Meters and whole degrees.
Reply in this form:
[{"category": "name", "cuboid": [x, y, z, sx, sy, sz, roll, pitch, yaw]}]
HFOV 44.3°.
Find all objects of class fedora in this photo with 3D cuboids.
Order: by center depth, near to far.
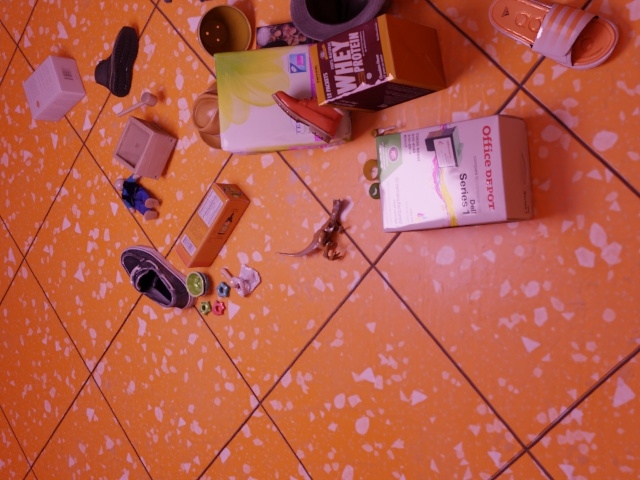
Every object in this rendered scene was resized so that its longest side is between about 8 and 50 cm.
[{"category": "fedora", "cuboid": [0.072, -0.535, 1.671, 0.244, 0.124, 0.275, 19, 92, 34]}, {"category": "fedora", "cuboid": [-0.266, -0.324, 1.981, 0.194, 0.079, 0.194, 2, 93, 38]}]

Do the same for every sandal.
[{"category": "sandal", "cuboid": [0.409, -0.389, 1.443, 0.265, 0.076, 0.101, 30, 110, 34]}]

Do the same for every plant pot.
[{"category": "plant pot", "cuboid": [-0.250, -0.512, 1.943, 0.095, 0.134, 0.134, 27, 110, 63]}]

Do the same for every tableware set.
[{"category": "tableware set", "cuboid": [0.136, -0.169, 1.706, 0.104, 0.024, 0.154, -8, 88, 42]}]

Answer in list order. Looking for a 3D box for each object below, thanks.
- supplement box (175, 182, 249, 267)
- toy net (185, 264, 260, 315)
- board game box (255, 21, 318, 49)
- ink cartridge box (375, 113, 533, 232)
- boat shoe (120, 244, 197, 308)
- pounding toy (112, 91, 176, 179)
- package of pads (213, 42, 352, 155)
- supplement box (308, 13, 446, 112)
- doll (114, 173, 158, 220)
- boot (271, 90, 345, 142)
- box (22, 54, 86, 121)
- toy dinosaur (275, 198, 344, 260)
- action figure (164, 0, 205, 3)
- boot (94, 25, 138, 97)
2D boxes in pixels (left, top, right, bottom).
[{"category": "supplement box", "cuboid": [-0.278, -0.037, 2.006, 0.080, 0.078, 0.233, 52, 120, 28]}, {"category": "toy net", "cuboid": [-0.249, 0.128, 2.008, 0.232, 0.045, 0.122, -11, 85, 38]}, {"category": "board game box", "cuboid": [-0.082, -0.387, 1.855, 0.165, 0.042, 0.243, 3, 94, 38]}, {"category": "ink cartridge box", "cuboid": [0.260, -0.126, 1.547, 0.278, 0.117, 0.201, -5, 89, 38]}, {"category": "boat shoe", "cuboid": [-0.469, 0.101, 2.146, 0.301, 0.102, 0.108, 33, 112, 33]}, {"category": "pounding toy", "cuboid": [-0.477, -0.298, 2.149, 0.181, 0.094, 0.206, 34, 103, 38]}, {"category": "package of pads", "cuboid": [-0.081, -0.311, 1.752, 0.297, 0.101, 0.229, -3, 92, 11]}, {"category": "supplement box", "cuboid": [0.117, -0.353, 1.603, 0.194, 0.191, 0.129, -12, 85, 39]}, {"category": "doll", "cuboid": [-0.522, -0.130, 2.214, 0.189, 0.046, 0.129, 33, 121, 40]}, {"category": "boot", "cuboid": [-0.025, -0.283, 1.665, 0.158, 0.059, 0.084, 34, 94, -1]}, {"category": "box", "cuboid": [-0.817, -0.463, 2.406, 0.170, 0.091, 0.130, -30, 74, 35]}, {"category": "toy dinosaur", "cuboid": [0.000, 0.000, 1.807, 0.211, 0.064, 0.112, -48, 45, 19]}, {"category": "action figure", "cuboid": [-0.305, -0.753, 1.940, 0.341, 0.179, 0.330, -24, 81, 62]}, {"category": "boot", "cuboid": [-0.595, -0.522, 2.243, 0.137, 0.077, 0.197, 29, 108, 40]}]
